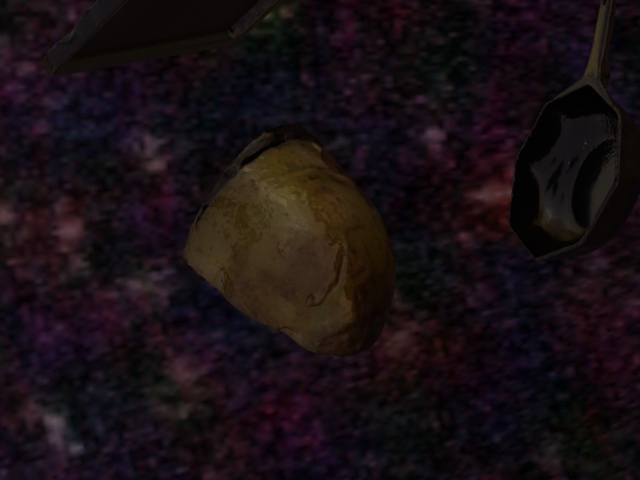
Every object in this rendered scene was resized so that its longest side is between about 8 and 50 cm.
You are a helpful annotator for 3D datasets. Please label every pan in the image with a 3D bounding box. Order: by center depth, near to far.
[{"bbox_3d":[0.209,-0.077,1.414,0.202,0.048,0.128,-63,32,22],"label":"pan"}]

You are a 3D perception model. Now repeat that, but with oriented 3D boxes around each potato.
[{"bbox_3d":[0.000,0.000,0.971,0.103,0.096,0.066,39,137,22],"label":"potato"}]

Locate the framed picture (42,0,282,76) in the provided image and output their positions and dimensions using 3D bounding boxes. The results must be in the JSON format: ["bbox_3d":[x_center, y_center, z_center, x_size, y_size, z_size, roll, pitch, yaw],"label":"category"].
[{"bbox_3d":[-0.024,-0.184,1.114,0.265,0.192,0.018,-39,80,32],"label":"framed picture"}]
